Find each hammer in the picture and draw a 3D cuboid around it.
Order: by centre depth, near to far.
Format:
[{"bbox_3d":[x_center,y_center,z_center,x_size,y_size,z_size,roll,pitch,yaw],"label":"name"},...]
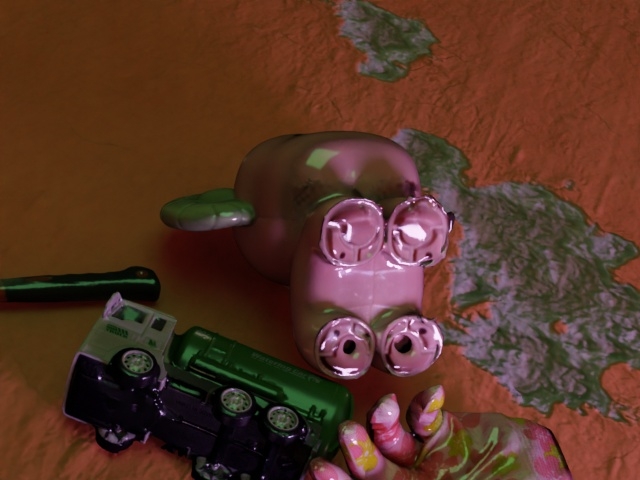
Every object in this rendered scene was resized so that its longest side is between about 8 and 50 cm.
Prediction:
[{"bbox_3d":[-0.291,0.046,1.306,0.287,0.033,0.111,-3,38,-22],"label":"hammer"}]

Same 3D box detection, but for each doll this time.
[{"bbox_3d":[0.000,0.000,1.354,0.284,0.216,0.268,2,7,-24],"label":"doll"}]

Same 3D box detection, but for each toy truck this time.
[{"bbox_3d":[-0.094,0.137,1.232,0.242,0.101,0.125,21,38,1],"label":"toy truck"}]

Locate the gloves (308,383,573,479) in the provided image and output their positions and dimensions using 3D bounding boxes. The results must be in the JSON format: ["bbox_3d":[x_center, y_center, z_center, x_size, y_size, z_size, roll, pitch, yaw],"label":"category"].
[{"bbox_3d":[0.097,0.204,1.209,0.241,0.126,0.145,3,69,-18],"label":"gloves"}]
